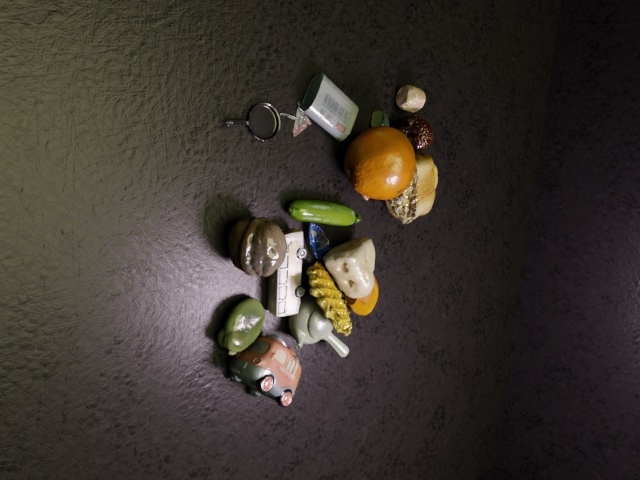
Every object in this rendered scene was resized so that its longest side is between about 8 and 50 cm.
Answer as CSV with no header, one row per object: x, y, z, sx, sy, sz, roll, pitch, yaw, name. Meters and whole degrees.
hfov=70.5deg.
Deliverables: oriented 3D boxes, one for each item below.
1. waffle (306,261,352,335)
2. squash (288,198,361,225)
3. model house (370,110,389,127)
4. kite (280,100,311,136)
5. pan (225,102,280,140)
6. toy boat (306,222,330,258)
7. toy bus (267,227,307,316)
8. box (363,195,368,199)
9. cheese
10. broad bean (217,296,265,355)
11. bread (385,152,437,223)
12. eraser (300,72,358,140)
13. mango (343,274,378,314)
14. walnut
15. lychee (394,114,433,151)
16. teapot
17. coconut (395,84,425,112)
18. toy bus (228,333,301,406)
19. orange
0.040,0.235,1.854,0.060,0.307,0.311,-28,106,14,waffle
0.023,-0.114,1.873,0.379,0.101,0.101,6,95,-38,squash
0.271,-0.530,2.031,0.083,0.066,0.078,14,79,-60,model house
-0.093,-0.468,1.750,0.157,0.011,0.138,6,93,-42,kite
-0.242,-0.422,1.614,0.235,0.028,0.136,-14,108,-42,pan
0.000,0.000,1.870,0.091,0.110,0.174,-42,123,-30,toy boat
-0.138,0.125,1.790,0.138,0.097,0.341,-6,105,-34,toy bus
0.205,-0.236,2.061,0.058,0.015,0.093,-50,127,-20,box
0.147,0.102,1.954,0.251,0.174,0.247,62,36,-22,cheese
-0.289,0.323,1.699,0.169,0.100,0.227,36,74,-48,broad bean
0.420,-0.261,2.127,0.270,0.212,0.315,-29,126,-42,bread
0.041,-0.529,1.806,0.227,0.081,0.173,29,75,-40,eraser
0.190,0.238,2.082,0.154,0.126,0.251,-22,116,-28,mango
-0.223,0.017,1.614,0.224,0.224,0.223,-11,107,-40,walnut
0.431,-0.493,2.099,0.188,0.188,0.187,-11,107,-40,lychee
0.008,0.361,1.932,0.318,0.149,0.219,22,86,-41,teapot
0.420,-0.652,2.091,0.122,0.116,0.116,0,100,-37,coconut
-0.195,0.494,1.763,0.287,0.194,0.232,53,57,-36,toy bus
0.247,-0.319,1.889,0.312,0.312,0.311,-11,107,-40,orange
